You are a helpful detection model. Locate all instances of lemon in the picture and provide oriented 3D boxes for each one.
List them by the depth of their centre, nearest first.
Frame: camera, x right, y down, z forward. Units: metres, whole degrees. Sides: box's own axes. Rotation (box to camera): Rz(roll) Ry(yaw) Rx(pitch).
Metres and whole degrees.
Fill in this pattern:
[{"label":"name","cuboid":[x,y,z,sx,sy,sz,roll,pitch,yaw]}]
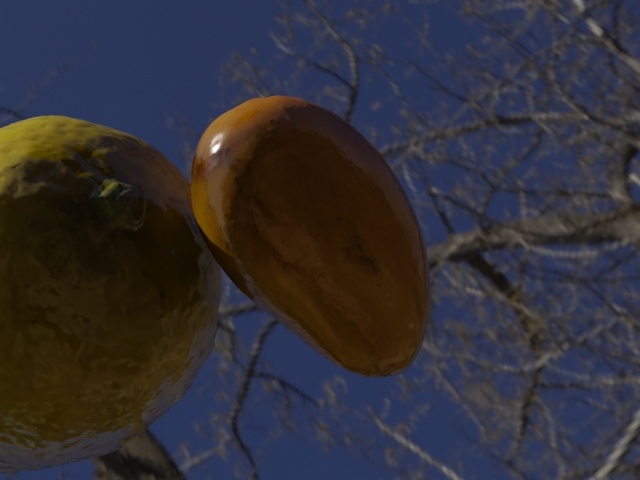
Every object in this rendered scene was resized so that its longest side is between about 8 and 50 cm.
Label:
[{"label":"lemon","cuboid":[-0.202,0.044,1.114,0.245,0.245,0.320,5,-31,-28]}]

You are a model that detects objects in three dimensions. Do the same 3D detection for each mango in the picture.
[{"label":"mango","cuboid":[0.000,0.000,1.030,0.145,0.112,0.219,-42,-77,-35]}]
